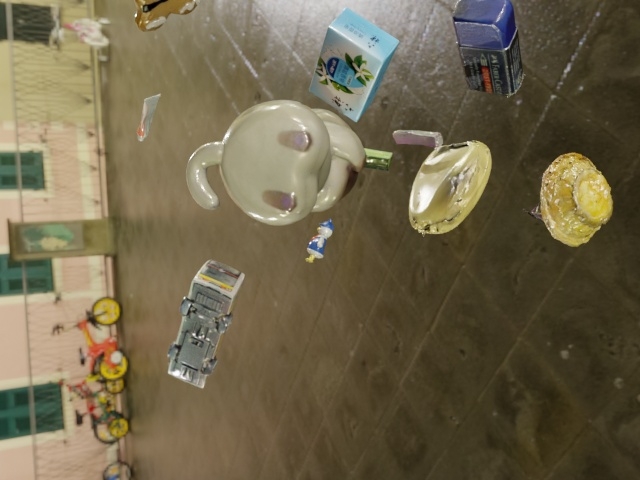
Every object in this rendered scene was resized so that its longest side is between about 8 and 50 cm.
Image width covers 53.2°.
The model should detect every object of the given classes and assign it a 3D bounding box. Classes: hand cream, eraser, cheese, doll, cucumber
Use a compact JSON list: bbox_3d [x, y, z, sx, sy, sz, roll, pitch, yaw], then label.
[{"bbox_3d":[-0.578,-0.403,2.120,0.216,0.038,0.052,-54,11,49],"label":"hand cream"},{"bbox_3d":[0.470,-0.529,1.771,0.155,0.332,0.102,16,74,28],"label":"eraser"},{"bbox_3d":[0.375,-0.149,1.917,0.259,0.128,0.316,-14,42,57],"label":"cheese"},{"bbox_3d":[-0.045,-0.148,1.192,0.226,0.370,0.215,8,102,30],"label":"doll"},{"bbox_3d":[0.148,-0.311,2.405,0.115,0.243,0.063,-77,-2,-69],"label":"cucumber"},{"bbox_3d":[0.000,0.000,1.865,0.143,0.057,0.099,-63,5,-6],"label":"doll"}]

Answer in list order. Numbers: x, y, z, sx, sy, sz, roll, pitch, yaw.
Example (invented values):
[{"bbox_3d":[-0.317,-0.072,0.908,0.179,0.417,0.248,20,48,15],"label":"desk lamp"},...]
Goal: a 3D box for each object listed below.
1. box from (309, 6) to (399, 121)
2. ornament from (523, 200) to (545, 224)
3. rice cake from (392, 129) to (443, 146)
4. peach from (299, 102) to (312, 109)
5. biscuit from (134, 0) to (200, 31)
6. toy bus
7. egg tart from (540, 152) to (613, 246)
[{"bbox_3d":[0.071,-0.394,1.457,0.142,0.083,0.232,34,152,3],"label":"box"},{"bbox_3d":[0.636,-0.135,1.720,0.203,0.081,0.088,-63,19,17],"label":"ornament"},{"bbox_3d":[0.297,-0.317,1.976,0.206,0.036,0.047,20,131,53],"label":"rice cake"},{"bbox_3d":[-0.088,-0.191,1.524,0.275,0.245,0.249,57,134,37],"label":"peach"},{"bbox_3d":[-0.400,-0.626,1.483,0.049,0.197,0.301,45,165,31],"label":"biscuit"},{"bbox_3d":[-0.206,0.153,1.151,0.106,0.092,0.268,-66,-1,-53],"label":"toy bus"},{"bbox_3d":[0.520,-0.085,1.284,0.074,0.191,0.191,-8,86,63],"label":"egg tart"}]
